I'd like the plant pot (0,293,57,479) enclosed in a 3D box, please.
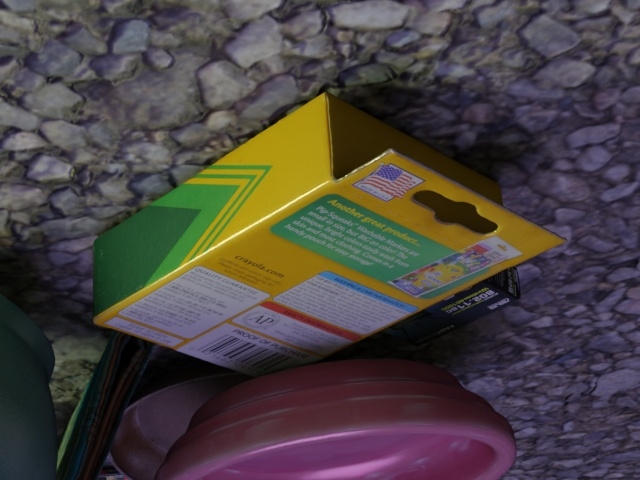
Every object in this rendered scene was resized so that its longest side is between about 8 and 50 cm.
[{"bbox_3d":[-0.334,0.140,1.135,0.293,0.196,0.293,17,147,11],"label":"plant pot"}]

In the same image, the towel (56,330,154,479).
[{"bbox_3d":[-0.248,0.259,1.328,0.040,0.271,0.370,21,145,-9],"label":"towel"}]

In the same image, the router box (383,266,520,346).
[{"bbox_3d":[0.099,0.045,1.227,0.122,0.038,0.092,-28,143,35],"label":"router box"}]

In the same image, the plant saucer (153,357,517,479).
[{"bbox_3d":[0.010,0.190,1.283,0.332,0.084,0.332,-8,155,-4],"label":"plant saucer"}]

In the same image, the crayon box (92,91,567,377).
[{"bbox_3d":[0.000,0.000,1.095,0.323,0.083,0.203,-28,143,36],"label":"crayon box"}]

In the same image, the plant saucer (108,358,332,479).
[{"bbox_3d":[-0.063,0.192,1.433,0.311,0.050,0.310,-3,146,-2],"label":"plant saucer"}]

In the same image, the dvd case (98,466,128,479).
[{"bbox_3d":[-0.244,0.281,1.613,0.119,0.013,0.087,-3,150,-4],"label":"dvd case"}]
